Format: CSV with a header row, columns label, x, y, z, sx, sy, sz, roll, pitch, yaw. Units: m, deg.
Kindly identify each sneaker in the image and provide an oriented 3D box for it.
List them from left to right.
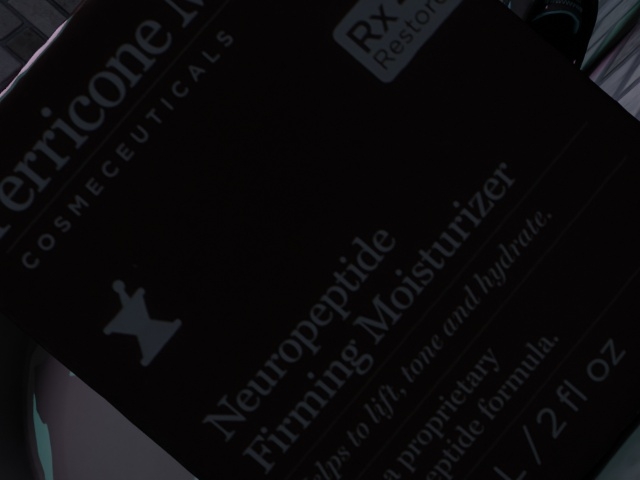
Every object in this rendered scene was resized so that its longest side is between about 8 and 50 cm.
label,x,y,z,sx,sy,sz,roll,pitch,yaw
sneaker,0.198,-0.223,1.069,0.106,0.101,0.267,-153,72,-76

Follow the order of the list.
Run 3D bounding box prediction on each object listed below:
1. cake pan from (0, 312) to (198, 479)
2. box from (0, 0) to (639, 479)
label,x,y,z,sx,sy,sz,roll,pitch,yaw
cake pan,-0.063,0.040,0.646,0.293,0.293,0.054,-49,-37,4
box,0.000,0.000,0.454,0.168,0.203,0.167,-50,3,-5
